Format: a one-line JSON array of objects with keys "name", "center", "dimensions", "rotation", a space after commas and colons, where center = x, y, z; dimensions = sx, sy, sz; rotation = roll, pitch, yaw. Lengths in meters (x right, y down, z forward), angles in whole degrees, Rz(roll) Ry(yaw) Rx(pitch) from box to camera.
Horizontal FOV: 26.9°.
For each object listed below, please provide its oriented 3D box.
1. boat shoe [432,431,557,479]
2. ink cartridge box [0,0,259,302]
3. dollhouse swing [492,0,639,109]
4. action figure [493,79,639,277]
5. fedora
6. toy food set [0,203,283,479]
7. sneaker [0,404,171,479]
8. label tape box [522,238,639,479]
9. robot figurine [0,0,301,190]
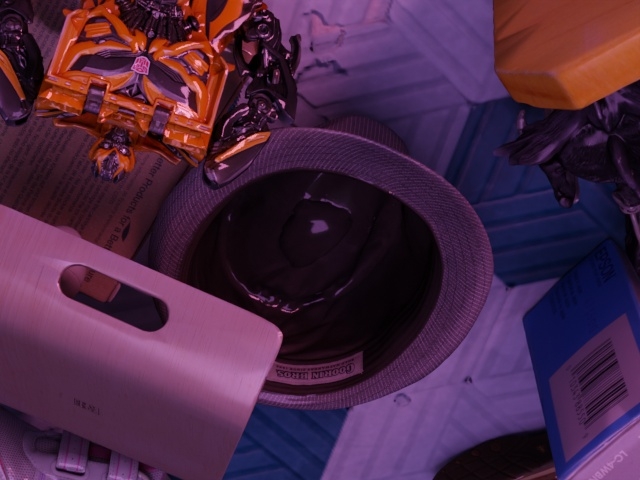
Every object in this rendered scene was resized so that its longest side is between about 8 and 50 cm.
[{"name": "boat shoe", "center": [0.185, 0.203, 1.156], "dimensions": [0.178, 0.064, 0.060], "rotation": [-19, 115, 6]}, {"name": "ink cartridge box", "center": [-0.183, -0.099, 0.976], "dimensions": [0.193, 0.088, 0.235], "rotation": [28, 113, -16]}, {"name": "dollhouse swing", "center": [0.320, -0.151, 0.819], "dimensions": [0.315, 0.347, 0.305], "rotation": [37, 121, -19]}, {"name": "action figure", "center": [0.219, -0.078, 0.945], "dimensions": [0.164, 0.141, 0.275], "rotation": [-21, 146, 20]}, {"name": "fedora", "center": [0.000, 0.000, 1.008], "dimensions": [0.243, 0.124, 0.275], "rotation": [21, 127, -9]}, {"name": "toy food set", "center": [-0.150, 0.082, 0.979], "dimensions": [0.219, 0.092, 0.306], "rotation": [23, 157, 0]}, {"name": "sneaker", "center": [-0.190, 0.202, 1.137], "dimensions": [0.252, 0.103, 0.111], "rotation": [37, 107, -25]}, {"name": "label tape box", "center": [0.324, 0.185, 1.031], "dimensions": [0.347, 0.249, 0.115], "rotation": [38, 110, -14]}, {"name": "robot figurine", "center": [-0.096, -0.178, 0.858], "dimensions": [0.211, 0.085, 0.291], "rotation": [17, 76, -10]}]
